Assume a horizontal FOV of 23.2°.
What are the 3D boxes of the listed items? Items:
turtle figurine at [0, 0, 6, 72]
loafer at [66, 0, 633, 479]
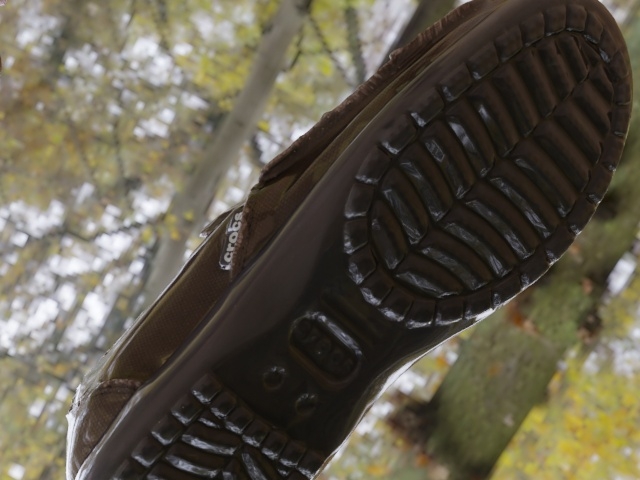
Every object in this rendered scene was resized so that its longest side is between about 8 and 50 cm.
[{"bbox_3d":[-0.353,-0.177,1.208,0.217,0.270,0.087,-13,-155,-35],"label":"turtle figurine"},{"bbox_3d":[0.000,0.000,0.771,0.134,0.366,0.130,53,170,-35],"label":"loafer"}]
